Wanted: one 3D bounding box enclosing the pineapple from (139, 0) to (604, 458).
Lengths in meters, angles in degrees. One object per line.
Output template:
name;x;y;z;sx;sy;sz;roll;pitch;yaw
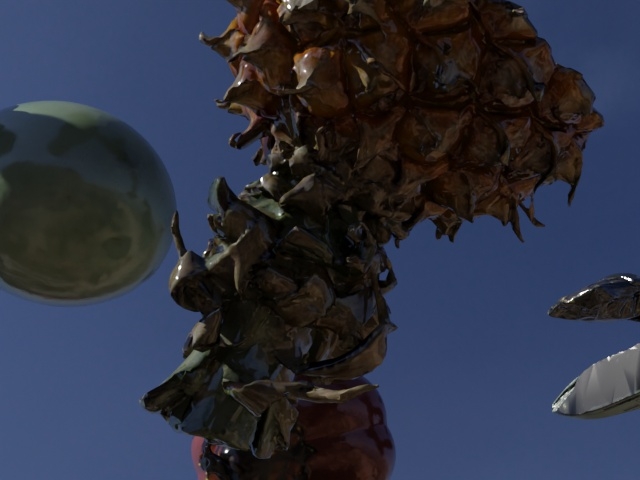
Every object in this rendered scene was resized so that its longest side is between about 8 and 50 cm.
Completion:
pineapple;0.000;0.000;0.637;0.262;0.272;0.262;26;-9;5

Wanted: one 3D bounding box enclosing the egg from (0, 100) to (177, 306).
egg;-0.261;-0.038;1.072;0.282;0.203;0.203;18;-14;44

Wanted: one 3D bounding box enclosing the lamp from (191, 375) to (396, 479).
lamp;-0.029;0.173;0.885;0.182;0.182;0.140;-30;-20;25

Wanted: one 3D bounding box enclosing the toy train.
toy train;0.326;0.130;1.054;0.048;0.055;0.252;21;-35;-26

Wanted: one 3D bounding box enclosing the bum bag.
bum bag;0.408;0.079;1.480;0.248;0.069;0.102;2;-3;-39
